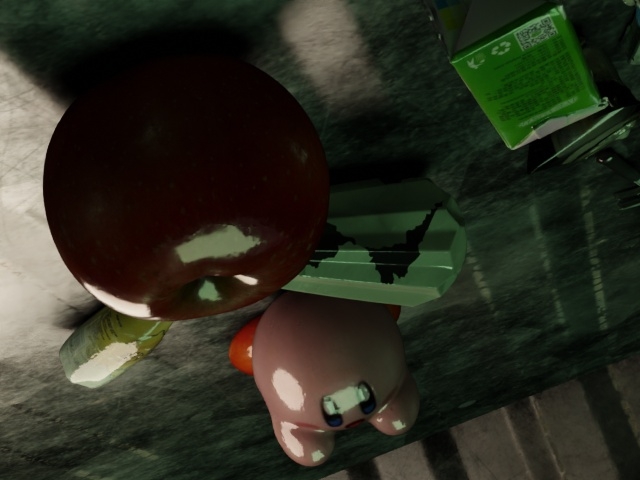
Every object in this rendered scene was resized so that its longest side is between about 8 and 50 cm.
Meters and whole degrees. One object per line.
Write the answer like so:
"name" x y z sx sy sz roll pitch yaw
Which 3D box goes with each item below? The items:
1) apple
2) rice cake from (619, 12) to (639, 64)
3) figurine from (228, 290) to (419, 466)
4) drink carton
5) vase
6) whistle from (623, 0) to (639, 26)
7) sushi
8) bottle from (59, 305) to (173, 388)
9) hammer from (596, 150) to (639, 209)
"apple" -0.126 -0.046 1.348 0.260 0.217 0.260 -18 162 -6
"rice cake" 0.367 -0.250 1.572 0.047 0.036 0.207 -21 161 -12
"figurine" 0.003 0.151 2.076 0.269 0.261 0.211 -18 134 -2
"drink carton" 0.164 -0.198 1.308 0.108 0.161 0.271 -25 161 12
"vase" 0.000 0.000 1.728 0.360 0.165 0.165 0 153 -36
"whistle" 0.345 -0.238 1.466 0.077 0.114 0.236 -58 159 -9
"sushi" 0.298 -0.162 1.674 0.134 0.109 0.273 -34 172 24
"bottle" -0.226 0.100 1.855 0.269 0.083 0.083 -35 156 33
"hammer" 0.439 -0.092 2.099 0.103 0.029 0.246 -30 158 24
